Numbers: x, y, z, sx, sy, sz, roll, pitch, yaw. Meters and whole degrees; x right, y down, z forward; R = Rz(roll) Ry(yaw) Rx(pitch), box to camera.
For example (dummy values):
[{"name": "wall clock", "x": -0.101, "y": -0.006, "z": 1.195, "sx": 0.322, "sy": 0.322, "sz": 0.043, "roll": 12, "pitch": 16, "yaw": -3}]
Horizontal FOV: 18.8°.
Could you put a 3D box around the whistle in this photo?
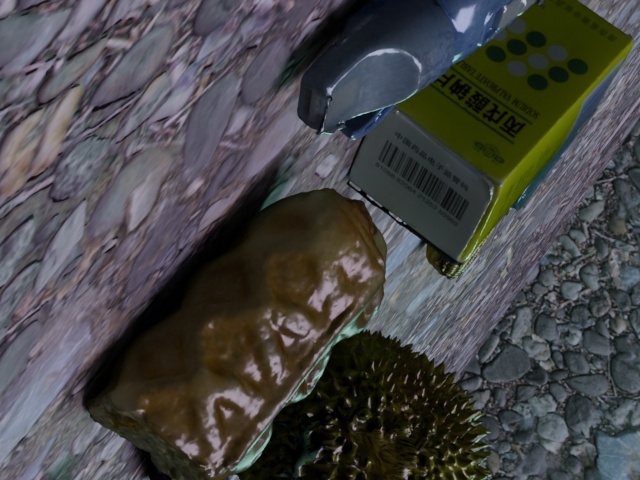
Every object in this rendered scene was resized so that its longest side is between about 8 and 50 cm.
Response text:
[{"name": "whistle", "x": 0.073, "y": -0.164, "z": 1.422, "sx": 0.269, "sy": 0.093, "sz": 0.180, "roll": -37, "pitch": 156, "yaw": -37}]

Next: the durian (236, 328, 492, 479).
[{"name": "durian", "x": 0.031, "y": 0.218, "z": 2.062, "sx": 0.291, "sy": 0.291, "sz": 0.225, "roll": -55, "pitch": 156, "yaw": 13}]

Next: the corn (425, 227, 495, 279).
[{"name": "corn", "x": 0.182, "y": -0.024, "z": 2.394, "sx": 0.072, "sy": 0.072, "sz": 0.203, "roll": -45, "pitch": 168, "yaw": -38}]

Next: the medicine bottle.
[{"name": "medicine bottle", "x": 0.157, "y": -0.117, "z": 1.778, "sx": 0.250, "sy": 0.137, "sz": 0.141, "roll": -45, "pitch": 168, "yaw": -34}]

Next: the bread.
[{"name": "bread", "x": -0.051, "y": 0.069, "z": 1.515, "sx": 0.267, "sy": 0.130, "sz": 0.152, "roll": -49, "pitch": 160, "yaw": -19}]

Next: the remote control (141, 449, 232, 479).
[{"name": "remote control", "x": -0.118, "y": 0.193, "z": 1.801, "sx": 0.090, "sy": 0.066, "sz": 0.266, "roll": -54, "pitch": 171, "yaw": -15}]

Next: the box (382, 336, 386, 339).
[{"name": "box", "x": 0.037, "y": 0.204, "z": 2.575, "sx": 0.123, "sy": 0.050, "sz": 0.229, "roll": -56, "pitch": 169, "yaw": 16}]

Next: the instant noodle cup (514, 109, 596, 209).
[{"name": "instant noodle cup", "x": 0.278, "y": -0.127, "z": 2.475, "sx": 0.179, "sy": 0.070, "sz": 0.157, "roll": -54, "pitch": 171, "yaw": 2}]
